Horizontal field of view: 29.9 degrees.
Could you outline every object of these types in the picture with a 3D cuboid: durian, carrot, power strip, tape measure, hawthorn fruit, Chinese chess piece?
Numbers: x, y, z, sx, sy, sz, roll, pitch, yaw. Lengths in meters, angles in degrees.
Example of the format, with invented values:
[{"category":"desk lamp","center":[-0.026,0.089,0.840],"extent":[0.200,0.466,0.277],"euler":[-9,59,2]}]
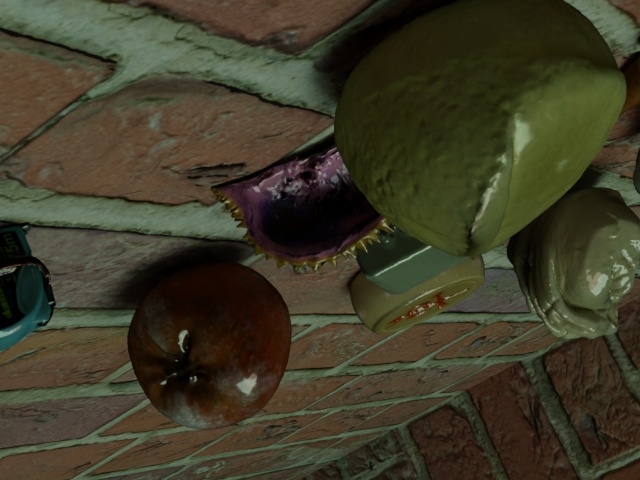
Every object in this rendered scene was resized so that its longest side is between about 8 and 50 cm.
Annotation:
[{"category":"durian","center":[0.027,-0.060,1.545],"extent":[0.260,0.154,0.186],"euler":[-21,-171,15]},{"category":"carrot","center":[0.429,-0.198,1.766],"extent":[0.057,0.057,0.224],"euler":[-16,164,-26]},{"category":"power strip","center":[0.107,-0.024,1.696],"extent":[0.139,0.140,0.224],"euler":[-27,162,10]},{"category":"tape measure","center":[-0.366,0.057,1.318],"extent":[0.146,0.125,0.081],"euler":[-16,162,-27]},{"category":"hawthorn fruit","center":[-0.154,0.130,1.709],"extent":[0.231,0.263,0.235],"euler":[14,142,-8]},{"category":"Chinese chess piece","center":[0.176,0.078,2.158],"extent":[0.250,0.097,0.251],"euler":[-23,163,-7]}]

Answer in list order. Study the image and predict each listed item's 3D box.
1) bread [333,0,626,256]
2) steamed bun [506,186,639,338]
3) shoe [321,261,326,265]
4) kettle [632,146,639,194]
[{"category":"bread","center":[0.171,-0.134,1.320],"extent":[0.320,0.237,0.320],"euler":[-37,167,-10]},{"category":"steamed bun","center":[0.450,0.037,2.178],"extent":[0.206,0.275,0.320],"euler":[6,128,-3]},{"category":"shoe","center":[0.000,0.000,1.769],"extent":[0.071,0.049,0.179],"euler":[-37,-176,6]},{"category":"kettle","center":[0.628,-0.175,1.870],"extent":[0.265,0.205,0.318],"euler":[-46,163,-6]}]
